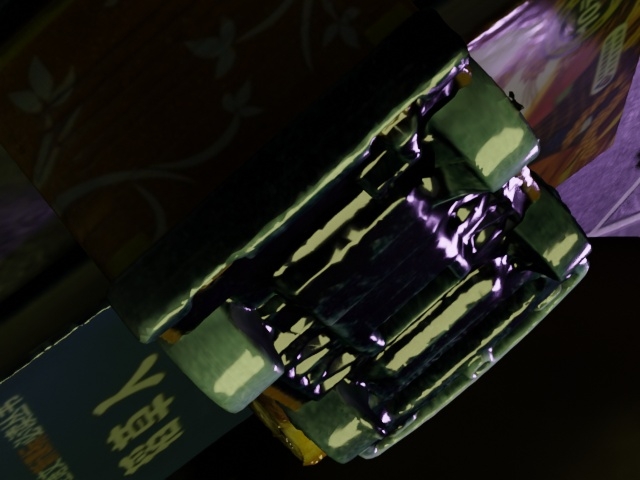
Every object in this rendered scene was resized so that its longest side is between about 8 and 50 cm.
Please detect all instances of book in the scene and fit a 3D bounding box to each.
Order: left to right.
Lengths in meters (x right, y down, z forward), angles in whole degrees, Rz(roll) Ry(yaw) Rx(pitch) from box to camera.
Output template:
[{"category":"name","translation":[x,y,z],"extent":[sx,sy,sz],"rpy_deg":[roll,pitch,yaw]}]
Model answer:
[{"category":"book","translation":[0.000,0.000,0.976],"extent":[0.428,0.039,0.300],"rpy_deg":[-37,163,-11]}]

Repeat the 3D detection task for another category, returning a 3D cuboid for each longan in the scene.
[{"category":"longan","translation":[0.172,0.203,1.249],"extent":[0.436,0.404,0.404],"rpy_deg":[-19,153,-46]}]

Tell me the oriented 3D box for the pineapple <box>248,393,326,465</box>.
[{"category":"pineapple","translation":[-0.007,0.045,0.915],"extent":[0.116,0.069,0.137],"rpy_deg":[-7,134,-51]}]

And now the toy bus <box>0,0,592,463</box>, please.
[{"category":"toy bus","translation":[-0.008,-0.026,0.678],"extent":[0.138,0.167,0.275],"rpy_deg":[-42,158,3]}]
